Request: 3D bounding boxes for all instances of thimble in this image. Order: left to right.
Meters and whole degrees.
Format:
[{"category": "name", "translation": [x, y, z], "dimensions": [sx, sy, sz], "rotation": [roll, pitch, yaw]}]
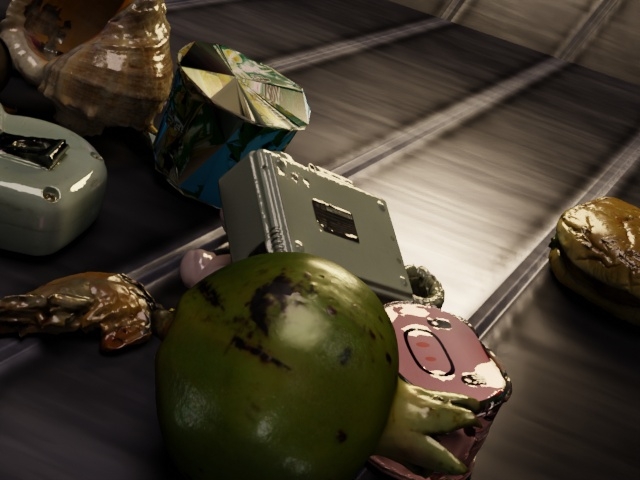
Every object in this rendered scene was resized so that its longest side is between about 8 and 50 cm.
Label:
[{"category": "thimble", "translation": [0.133, 0.082, 1.261], "dimensions": [0.084, 0.062, 0.110], "rotation": [25, 30, 7]}]

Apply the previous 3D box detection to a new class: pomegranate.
[{"category": "pomegranate", "translation": [-0.009, 0.146, 0.879], "dimensions": [0.340, 0.261, 0.260], "rotation": [13, 28, 4]}]

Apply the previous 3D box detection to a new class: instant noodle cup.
[{"category": "instant noodle cup", "translation": [-0.155, -0.180, 1.416], "dimensions": [0.240, 0.178, 0.240], "rotation": [22, 32, -15]}]

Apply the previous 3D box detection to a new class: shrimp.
[{"category": "shrimp", "translation": [-0.302, 0.087, 1.012], "dimensions": [0.262, 0.066, 0.117], "rotation": [-16, 43, -43]}]

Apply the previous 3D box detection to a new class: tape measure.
[{"category": "tape measure", "translation": [-0.419, -0.094, 1.202], "dimensions": [0.246, 0.125, 0.243], "rotation": [14, 29, -5]}]

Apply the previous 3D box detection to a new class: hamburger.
[{"category": "hamburger", "translation": [0.528, 0.029, 1.499], "dimensions": [0.265, 0.134, 0.285], "rotation": [30, 33, 26]}]

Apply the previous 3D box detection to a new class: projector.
[{"category": "projector", "translation": [0.000, 0.000, 1.156], "dimensions": [0.256, 0.099, 0.192], "rotation": [18, 46, -42]}]

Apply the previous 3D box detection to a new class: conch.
[{"category": "conch", "translation": [-0.365, -0.332, 1.474], "dimensions": [0.297, 0.210, 0.352], "rotation": [27, 73, 4]}]

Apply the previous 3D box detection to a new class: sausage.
[{"category": "sausage", "translation": [-0.331, -0.215, 1.558], "dimensions": [0.032, 0.033, 0.269], "rotation": [-8, 38, -38]}]

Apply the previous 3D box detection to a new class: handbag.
[{"category": "handbag", "translation": [0.119, 0.176, 1.033], "dimensions": [0.179, 0.116, 0.205], "rotation": [5, 31, -23]}]

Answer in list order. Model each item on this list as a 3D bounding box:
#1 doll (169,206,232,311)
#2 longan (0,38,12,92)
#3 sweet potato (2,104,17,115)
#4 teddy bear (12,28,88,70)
[{"category": "doll", "translation": [-0.093, 0.019, 1.215], "dimensions": [0.160, 0.094, 0.365], "rotation": [20, 29, 3]}, {"category": "longan", "translation": [-0.599, -0.304, 1.444], "dimensions": [0.187, 0.167, 0.167], "rotation": [36, 29, -3]}, {"category": "sweet potato", "translation": [-0.550, -0.204, 1.403], "dimensions": [0.056, 0.056, 0.195], "rotation": [28, 24, 19]}, {"category": "teddy bear", "translation": [-0.504, -0.335, 1.622], "dimensions": [0.213, 0.111, 0.133], "rotation": [-5, 5, 8]}]
